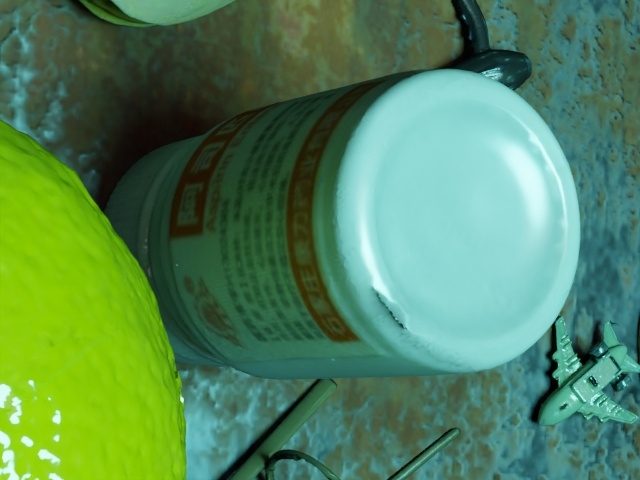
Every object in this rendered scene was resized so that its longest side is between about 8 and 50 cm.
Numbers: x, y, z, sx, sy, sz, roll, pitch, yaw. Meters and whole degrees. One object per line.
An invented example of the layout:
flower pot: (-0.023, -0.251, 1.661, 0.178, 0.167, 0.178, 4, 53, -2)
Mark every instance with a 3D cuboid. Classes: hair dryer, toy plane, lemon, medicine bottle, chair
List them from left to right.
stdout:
lemon: (-0.190, 0.072, 0.840, 0.268, 0.268, 0.321, -32, 107, -30)
chair: (-0.026, 0.172, 1.044, 0.221, 0.104, 0.095, -33, 122, -32)
medicine bottle: (0.000, 0.000, 0.975, 0.144, 0.252, 0.144, 5, 81, -31)
hair dryer: (0.081, -0.121, 1.173, 0.079, 0.031, 0.083, -14, 81, -24)
toy plane: (0.163, 0.086, 1.202, 0.083, 0.033, 0.080, -39, 96, -28)

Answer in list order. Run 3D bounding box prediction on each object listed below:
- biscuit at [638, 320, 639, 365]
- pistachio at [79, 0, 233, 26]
biscuit: (0.257, 0.086, 1.269, 0.118, 0.023, 0.140, -25, 100, -31)
pistachio: (-0.053, -0.198, 1.032, 0.145, 0.117, 0.200, 36, 69, -31)
